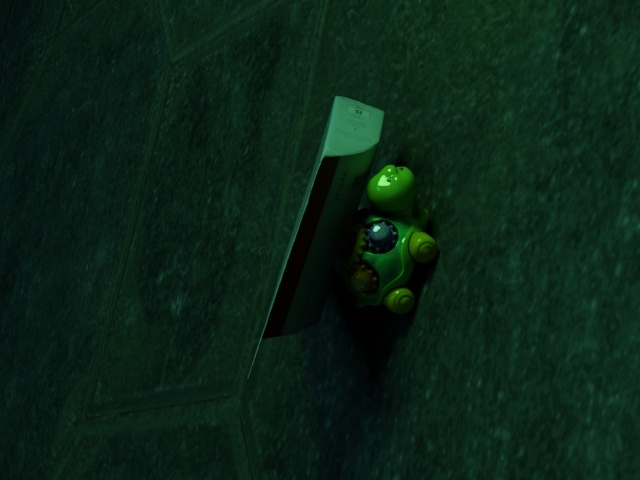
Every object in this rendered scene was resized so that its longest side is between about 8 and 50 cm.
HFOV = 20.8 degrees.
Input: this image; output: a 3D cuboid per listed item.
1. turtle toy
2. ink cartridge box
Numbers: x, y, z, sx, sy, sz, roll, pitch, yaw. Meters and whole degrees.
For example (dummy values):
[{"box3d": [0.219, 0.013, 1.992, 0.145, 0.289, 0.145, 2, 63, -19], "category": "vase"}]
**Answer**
[{"box3d": [0.054, -0.002, 1.512, 0.130, 0.066, 0.095, -68, 23, 9], "category": "turtle toy"}, {"box3d": [0.000, 0.000, 1.529, 0.232, 0.066, 0.189, -85, 12, -64], "category": "ink cartridge box"}]
